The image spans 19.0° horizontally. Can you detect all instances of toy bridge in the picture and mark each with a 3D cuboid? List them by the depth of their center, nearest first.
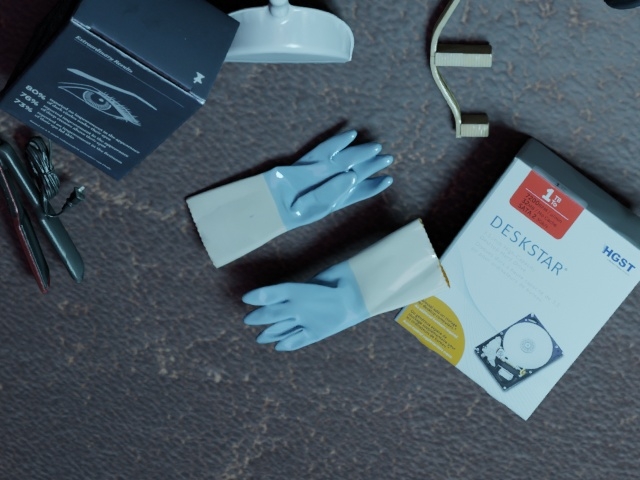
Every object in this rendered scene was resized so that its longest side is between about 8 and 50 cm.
[{"bbox_3d":[0.143,-0.188,1.944,0.063,0.026,0.188,1,120,2],"label":"toy bridge"}]

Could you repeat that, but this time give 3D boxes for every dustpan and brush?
[{"bbox_3d":[-0.039,-0.211,1.856,0.147,0.211,0.060,0,90,0],"label":"dustpan and brush"}]

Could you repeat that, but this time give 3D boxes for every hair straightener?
[{"bbox_3d":[-0.292,-0.054,2.018,0.089,0.047,0.230,-14,115,8],"label":"hair straightener"}]

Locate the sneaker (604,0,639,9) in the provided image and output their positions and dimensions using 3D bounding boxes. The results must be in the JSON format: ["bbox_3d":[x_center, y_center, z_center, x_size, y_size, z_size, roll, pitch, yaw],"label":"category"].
[{"bbox_3d":[0.372,-0.285,1.846,0.098,0.083,0.224,4,155,-38],"label":"sneaker"}]

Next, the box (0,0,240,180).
[{"bbox_3d":[-0.199,-0.171,1.857,0.153,0.108,0.207,33,146,-17],"label":"box"}]

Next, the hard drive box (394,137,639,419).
[{"bbox_3d":[0.219,0.040,2.008,0.181,0.089,0.232,37,114,5],"label":"hard drive box"}]

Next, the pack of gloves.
[{"bbox_3d":[0.000,0.000,2.027,0.232,0.046,0.195,-22,92,18],"label":"pack of gloves"}]
